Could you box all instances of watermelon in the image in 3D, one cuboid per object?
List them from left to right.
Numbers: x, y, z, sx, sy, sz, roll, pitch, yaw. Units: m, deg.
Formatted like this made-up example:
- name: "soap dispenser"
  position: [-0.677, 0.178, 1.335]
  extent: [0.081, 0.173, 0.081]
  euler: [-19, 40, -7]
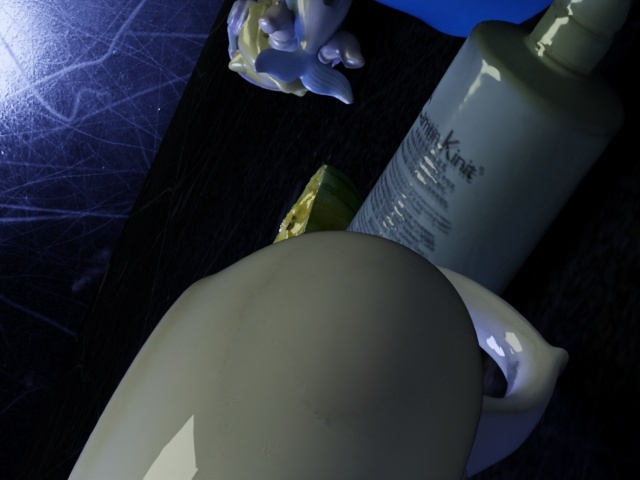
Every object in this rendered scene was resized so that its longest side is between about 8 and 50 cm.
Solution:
- name: "watermelon"
  position: [0.000, 0.000, 0.888]
  extent: [0.105, 0.062, 0.105]
  euler: [-62, 7, 13]

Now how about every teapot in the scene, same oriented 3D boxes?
- name: "teapot"
  position: [0.001, 0.091, 0.430]
  extent: [0.299, 0.166, 0.208]
  euler: [-45, -28, -47]

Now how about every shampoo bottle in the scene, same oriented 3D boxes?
- name: "shampoo bottle"
  position: [0.070, -0.019, 0.606]
  extent: [0.262, 0.085, 0.085]
  euler: [-58, 16, 30]

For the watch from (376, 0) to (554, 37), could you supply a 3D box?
- name: "watch"
  position: [0.097, -0.282, 0.714]
  extent: [0.305, 0.241, 0.274]
  euler: [-50, 37, 34]

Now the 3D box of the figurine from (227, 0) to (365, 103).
- name: "figurine"
  position: [-0.021, -0.199, 1.164]
  extent: [0.208, 0.128, 0.184]
  euler: [-89, 23, -46]
